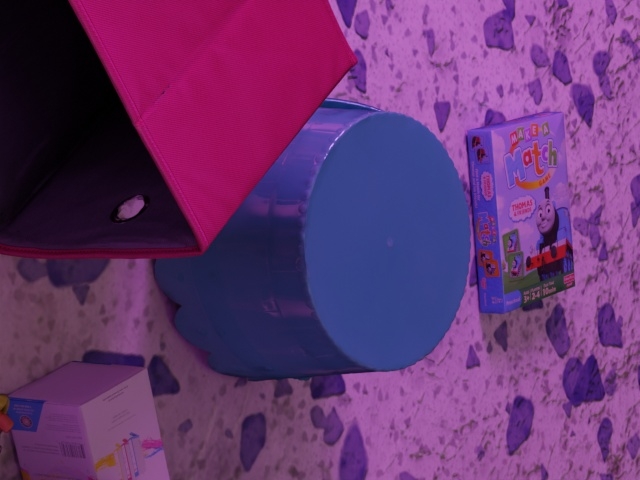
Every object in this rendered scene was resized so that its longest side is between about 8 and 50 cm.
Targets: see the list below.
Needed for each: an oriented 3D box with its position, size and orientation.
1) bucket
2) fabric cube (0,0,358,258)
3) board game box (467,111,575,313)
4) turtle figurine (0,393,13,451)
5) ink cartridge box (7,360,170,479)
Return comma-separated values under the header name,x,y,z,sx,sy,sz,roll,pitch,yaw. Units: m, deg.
name,x,y,z,sx,sy,sz,roll,pitch,yaw
bucket,0.000,0.000,1.825,0.281,0.183,0.281,-1,92,-48
fabric cube,-0.170,-0.164,1.560,0.258,0.254,0.259,-53,130,-38
board game box,0.234,-0.035,2.257,0.160,0.039,0.212,-17,104,-50
turtle figurine,-0.258,0.248,1.566,0.217,0.087,0.270,12,78,-16
ink cartridge box,-0.196,0.188,1.672,0.090,0.092,0.143,-30,115,-50
